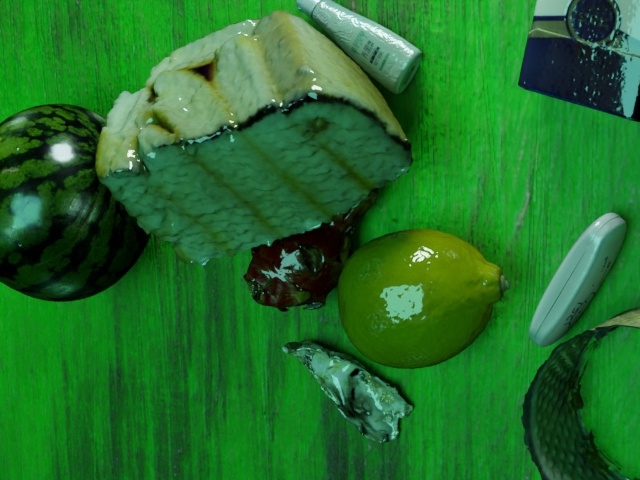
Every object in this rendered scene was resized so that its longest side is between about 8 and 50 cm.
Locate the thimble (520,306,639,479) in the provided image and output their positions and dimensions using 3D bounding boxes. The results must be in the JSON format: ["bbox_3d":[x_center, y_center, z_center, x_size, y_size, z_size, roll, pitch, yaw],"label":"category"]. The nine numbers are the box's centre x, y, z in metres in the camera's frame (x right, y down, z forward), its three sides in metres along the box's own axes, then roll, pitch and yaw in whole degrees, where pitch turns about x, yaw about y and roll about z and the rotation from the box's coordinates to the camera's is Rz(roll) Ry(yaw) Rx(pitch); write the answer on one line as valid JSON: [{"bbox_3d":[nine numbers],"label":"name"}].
[{"bbox_3d":[0.397,0.216,1.874,0.270,0.150,0.271,7,104,31],"label":"thimble"}]

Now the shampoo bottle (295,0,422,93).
[{"bbox_3d":[0.048,-0.274,2.053,0.190,0.041,0.069,39,124,20],"label":"shampoo bottle"}]

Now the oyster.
[{"bbox_3d":[0.046,0.199,2.165,0.106,0.061,0.200,-38,82,15],"label":"oyster"}]

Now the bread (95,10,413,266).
[{"bbox_3d":[-0.076,-0.162,2.023,0.395,0.264,0.239,-21,133,24],"label":"bread"}]

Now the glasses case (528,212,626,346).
[{"bbox_3d":[0.322,0.050,1.930,0.049,0.076,0.197,38,118,22],"label":"glasses case"}]

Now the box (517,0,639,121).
[{"bbox_3d":[0.344,-0.286,1.843,0.168,0.071,0.259,19,109,28],"label":"box"}]

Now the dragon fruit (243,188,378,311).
[{"bbox_3d":[0.000,0.000,2.099,0.125,0.125,0.246,44,113,9],"label":"dragon fruit"}]

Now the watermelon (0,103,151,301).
[{"bbox_3d":[-0.380,-0.053,2.231,0.285,0.285,0.285,8,105,31],"label":"watermelon"}]

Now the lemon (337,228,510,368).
[{"bbox_3d":[0.126,0.074,2.000,0.248,0.184,0.184,-17,91,35],"label":"lemon"}]
